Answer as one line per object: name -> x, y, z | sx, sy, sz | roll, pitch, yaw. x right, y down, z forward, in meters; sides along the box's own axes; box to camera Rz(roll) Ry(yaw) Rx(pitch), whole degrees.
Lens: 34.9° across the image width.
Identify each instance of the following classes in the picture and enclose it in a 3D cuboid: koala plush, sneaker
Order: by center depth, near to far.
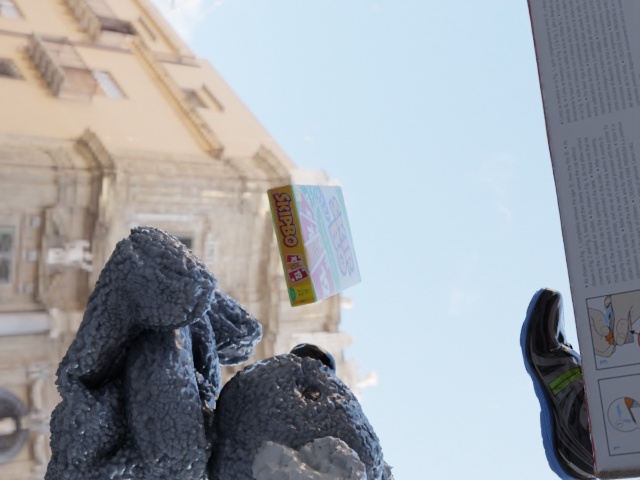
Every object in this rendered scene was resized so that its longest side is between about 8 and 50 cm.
koala plush -> -0.056, 0.134, 0.702 | 0.221, 0.196, 0.203 | 21, -103, 13
sneaker -> 0.241, 0.134, 0.966 | 0.078, 0.067, 0.188 | -17, -97, 34

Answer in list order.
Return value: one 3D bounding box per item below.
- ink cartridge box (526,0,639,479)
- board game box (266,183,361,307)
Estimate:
ink cartridge box -> 0.240, 0.013, 0.657 | 0.130, 0.272, 0.309 | -12, -115, 21
board game box -> 0.000, 0.000, 1.150 | 0.039, 0.259, 0.124 | -12, -90, 11
